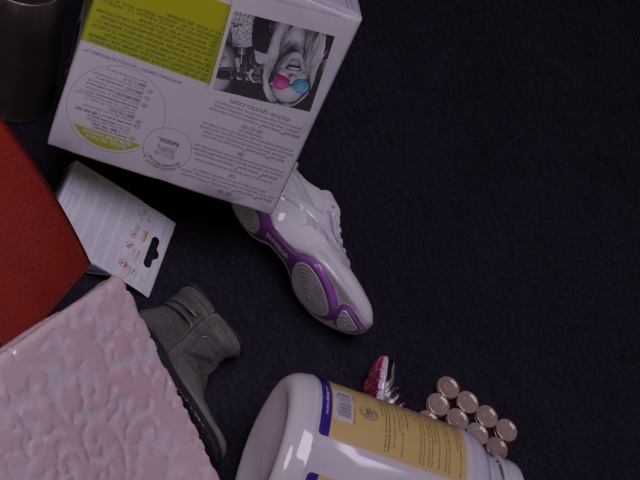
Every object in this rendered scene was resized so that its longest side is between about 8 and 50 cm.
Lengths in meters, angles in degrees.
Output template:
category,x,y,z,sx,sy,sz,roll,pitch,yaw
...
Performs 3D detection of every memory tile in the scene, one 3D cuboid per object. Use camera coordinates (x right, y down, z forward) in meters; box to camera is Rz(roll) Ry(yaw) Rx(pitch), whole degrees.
category,x,y,z,sx,sy,sz,roll,pitch,yaw
memory tile,0.219,0.281,1.808,0.148,0.012,0.113,37,52,-1

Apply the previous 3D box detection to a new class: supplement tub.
category,x,y,z,sx,sy,sz,roll,pitch,yaw
supplement tub,0.072,0.331,1.562,0.331,0.241,0.241,22,53,-12

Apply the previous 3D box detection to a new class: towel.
category,x,y,z,sx,sy,sz,roll,pitch,yaw
towel,-0.281,0.250,1.443,0.317,0.053,0.332,-41,112,-50

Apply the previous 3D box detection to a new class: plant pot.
category,x,y,z,sx,sy,sz,roll,pitch,yaw
plant pot,-0.455,0.036,1.507,0.236,0.267,0.267,45,51,-12

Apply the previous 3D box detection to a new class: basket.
category,x,y,z,sx,sy,sz,roll,pitch,yaw
basket,-0.446,-0.312,1.734,0.154,0.227,0.204,-34,79,-37

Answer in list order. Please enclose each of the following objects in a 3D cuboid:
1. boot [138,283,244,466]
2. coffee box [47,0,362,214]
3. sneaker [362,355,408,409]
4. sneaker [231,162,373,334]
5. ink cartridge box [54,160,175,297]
category,x,y,z,sx,sy,sz,roll,pitch,yaw
boot,-0.161,0.176,1.657,0.161,0.083,0.246,-24,74,-41
coffee box,-0.173,-0.296,1.729,0.338,0.334,0.338,17,31,-16
sneaker,0.105,0.252,1.743,0.074,0.063,0.170,10,61,-19
sneaker,0.000,0.000,1.817,0.152,0.114,0.305,-27,74,-35
ink cartridge box,-0.310,-0.012,1.739,0.179,0.045,0.145,35,49,-25
